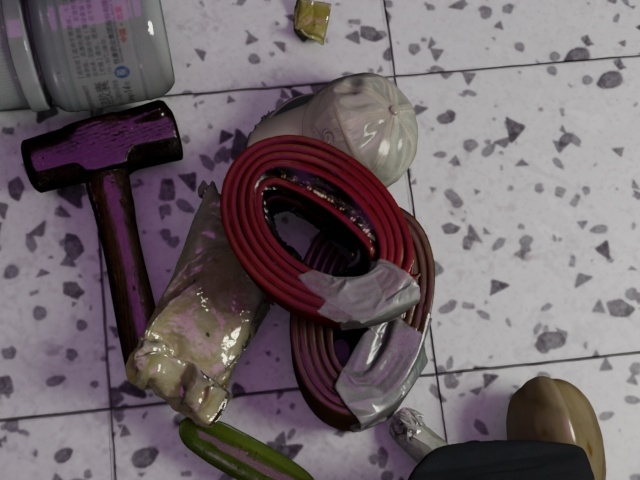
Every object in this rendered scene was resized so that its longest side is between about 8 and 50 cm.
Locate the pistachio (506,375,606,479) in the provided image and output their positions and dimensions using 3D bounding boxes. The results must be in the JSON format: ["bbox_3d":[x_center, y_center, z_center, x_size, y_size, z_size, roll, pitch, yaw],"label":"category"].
[{"bbox_3d":[0.347,0.313,1.545,0.138,0.153,0.237,-9,102,5],"label":"pistachio"}]

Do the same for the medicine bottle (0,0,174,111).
[{"bbox_3d":[-0.393,-0.319,1.621,0.306,0.245,0.245,-10,76,-5],"label":"medicine bottle"}]

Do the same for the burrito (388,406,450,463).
[{"bbox_3d":[0.184,0.330,1.570,0.064,0.064,0.203,-43,81,-12],"label":"burrito"}]

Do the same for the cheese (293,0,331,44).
[{"bbox_3d":[-0.016,-0.357,1.756,0.060,0.041,0.084,9,62,-8],"label":"cheese"}]

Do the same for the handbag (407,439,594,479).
[{"bbox_3d":[0.215,0.404,1.452,0.275,0.301,0.178,6,30,2],"label":"handbag"}]

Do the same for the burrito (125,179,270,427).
[{"bbox_3d":[-0.164,0.098,1.576,0.175,0.107,0.347,29,65,-23],"label":"burrito"}]

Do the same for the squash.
[{"bbox_3d":[-0.097,0.329,1.552,0.252,0.066,0.066,28,75,6],"label":"squash"}]

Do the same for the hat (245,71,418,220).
[{"bbox_3d":[0.019,-0.157,1.647,0.275,0.161,0.232,-18,72,-4],"label":"hat"}]

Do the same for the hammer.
[{"bbox_3d":[-0.304,-0.001,1.622,0.243,0.095,0.408,-13,78,-7],"label":"hammer"}]

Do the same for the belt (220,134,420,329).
[{"bbox_3d":[0.000,0.000,1.507,0.324,0.115,0.227,44,83,11],"label":"belt"}]

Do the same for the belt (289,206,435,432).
[{"bbox_3d":[0.064,0.116,1.594,0.217,0.122,0.338,11,73,2],"label":"belt"}]
